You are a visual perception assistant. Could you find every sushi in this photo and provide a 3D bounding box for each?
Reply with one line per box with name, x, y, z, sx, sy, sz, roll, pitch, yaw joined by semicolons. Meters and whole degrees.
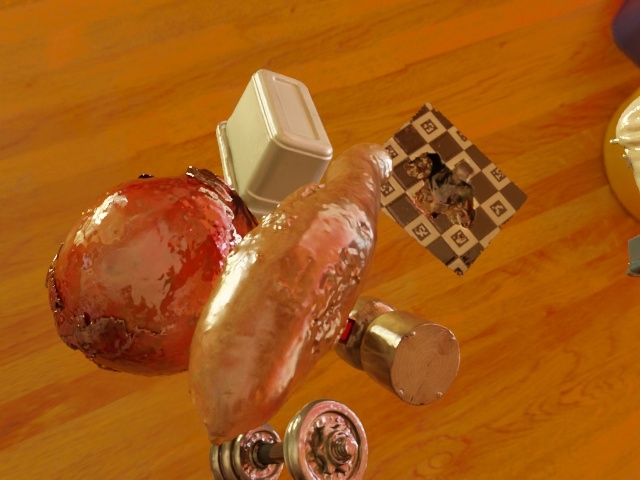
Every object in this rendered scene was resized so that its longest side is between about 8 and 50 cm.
sushi;0.171;-0.072;0.832;0.210;0.040;0.193;43;70;6

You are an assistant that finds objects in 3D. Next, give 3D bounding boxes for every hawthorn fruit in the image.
hawthorn fruit;-0.217;0.039;0.802;0.316;0.316;0.316;2;81;-13

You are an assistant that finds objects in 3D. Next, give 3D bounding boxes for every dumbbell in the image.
dumbbell;-0.074;0.423;1.133;0.179;0.406;0.179;18;61;-36

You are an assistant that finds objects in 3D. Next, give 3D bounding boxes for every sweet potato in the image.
sweet potato;0.000;0.000;0.482;0.109;0.109;0.385;37;43;-5

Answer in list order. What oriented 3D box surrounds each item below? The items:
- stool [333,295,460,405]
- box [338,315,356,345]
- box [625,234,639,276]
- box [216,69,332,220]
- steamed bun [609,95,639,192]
stool;0.162;0.239;1.279;0.179;0.264;0.179;-4;100;-26
box;-0.045;0.153;1.287;0.153;0.240;0.074;28;87;-29
box;0.484;0.018;0.791;0.099;0.074;0.054;2;73;-8
box;-0.090;-0.200;1.160;0.175;0.182;0.312;10;41;-28
steamed bun;0.422;-0.041;0.447;0.206;0.275;0.320;2;53;-31
